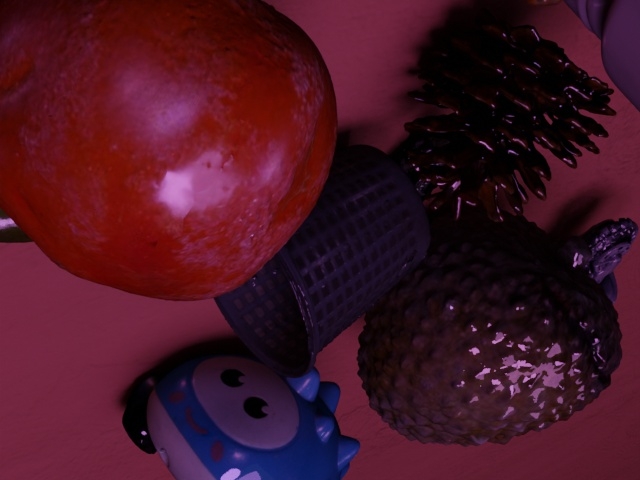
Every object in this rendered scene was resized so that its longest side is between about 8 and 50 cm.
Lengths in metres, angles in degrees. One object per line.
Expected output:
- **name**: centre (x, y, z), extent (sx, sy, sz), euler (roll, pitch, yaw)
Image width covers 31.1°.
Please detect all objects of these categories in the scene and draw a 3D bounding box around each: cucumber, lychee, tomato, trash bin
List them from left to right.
- **tomato**: centre (-0.106, -0.066, 0.690), extent (0.189, 0.232, 0.232), euler (-67, 157, -18)
- **trash bin**: centre (0.000, 0.000, 0.969), extent (0.161, 0.175, 0.175), euler (-31, 153, -25)
- **cucumber**: centre (0.069, -0.041, 1.071), extent (0.053, 0.053, 0.181), euler (4, 135, -47)
- **lychee**: centre (0.166, 0.094, 1.157), extent (0.274, 0.255, 0.255), euler (-50, 147, 14)

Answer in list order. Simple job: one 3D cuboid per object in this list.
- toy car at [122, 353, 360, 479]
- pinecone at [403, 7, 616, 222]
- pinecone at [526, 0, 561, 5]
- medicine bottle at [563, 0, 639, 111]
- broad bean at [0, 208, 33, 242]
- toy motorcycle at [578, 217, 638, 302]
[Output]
- **toy car**: centre (-0.064, 0.201, 1.170), extent (0.190, 0.188, 0.255), euler (-42, 148, 0)
- **pinecone**: centre (0.142, -0.092, 0.942), extent (0.165, 0.163, 0.163), euler (-56, 146, 9)
- **pinecone**: centre (0.121, -0.246, 0.618), extent (0.264, 0.264, 0.264), euler (-24, 150, -15)
- **medicine bottle**: centre (0.322, -0.155, 0.844), extent (0.208, 0.340, 0.208), euler (-24, 150, -15)
- **broad bean**: centre (-0.203, -0.019, 0.844), extent (0.254, 0.046, 0.065), euler (-13, 152, -28)
- **toy motorcycle**: centre (0.247, 0.079, 1.368), extent (0.307, 0.108, 0.173), euler (-33, 156, 5)
